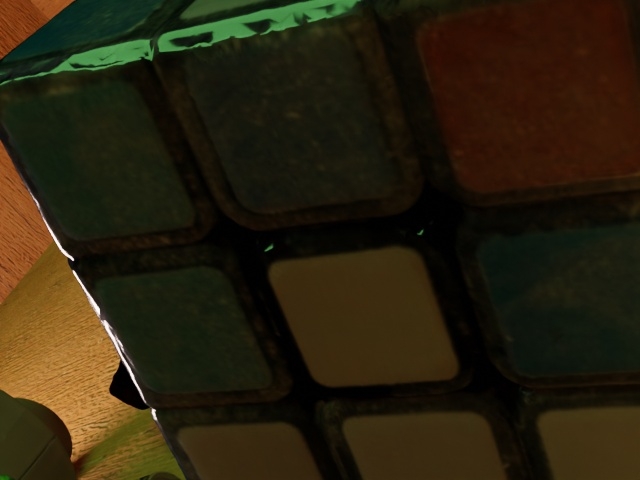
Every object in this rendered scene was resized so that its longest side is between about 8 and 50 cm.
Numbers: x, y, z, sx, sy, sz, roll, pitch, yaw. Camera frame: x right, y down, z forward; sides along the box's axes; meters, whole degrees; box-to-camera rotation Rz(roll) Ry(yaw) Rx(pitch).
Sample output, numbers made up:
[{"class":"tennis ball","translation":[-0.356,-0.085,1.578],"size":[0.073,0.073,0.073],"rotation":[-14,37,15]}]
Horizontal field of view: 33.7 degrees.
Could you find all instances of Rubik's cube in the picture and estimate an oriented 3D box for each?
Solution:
[{"class":"Rubik's cube","translation":[0.069,-0.053,0.666],"size":[0.362,0.363,0.359],"rotation":[-4,31,21]}]

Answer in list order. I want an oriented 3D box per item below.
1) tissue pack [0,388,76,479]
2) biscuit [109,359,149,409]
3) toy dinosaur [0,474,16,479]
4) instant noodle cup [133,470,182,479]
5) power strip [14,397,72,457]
[{"class":"tissue pack","translation":[-0.468,0.361,1.334],"size":[0.333,0.236,0.229],"rotation":[-36,10,23]},{"class":"biscuit","translation":[-0.138,0.036,1.360],"size":[0.407,0.091,0.407],"rotation":[-61,2,3]},{"class":"toy dinosaur","translation":[-0.526,0.434,1.185],"size":[0.500,0.144,0.375],"rotation":[-12,57,46]},{"class":"instant noodle cup","translation":[-0.176,0.289,0.980],"size":[0.122,0.151,0.151],"rotation":[-32,20,14]},{"class":"power strip","translation":[-0.435,0.302,1.495],"size":[0.154,0.154,0.078],"rotation":[-37,18,22]}]
